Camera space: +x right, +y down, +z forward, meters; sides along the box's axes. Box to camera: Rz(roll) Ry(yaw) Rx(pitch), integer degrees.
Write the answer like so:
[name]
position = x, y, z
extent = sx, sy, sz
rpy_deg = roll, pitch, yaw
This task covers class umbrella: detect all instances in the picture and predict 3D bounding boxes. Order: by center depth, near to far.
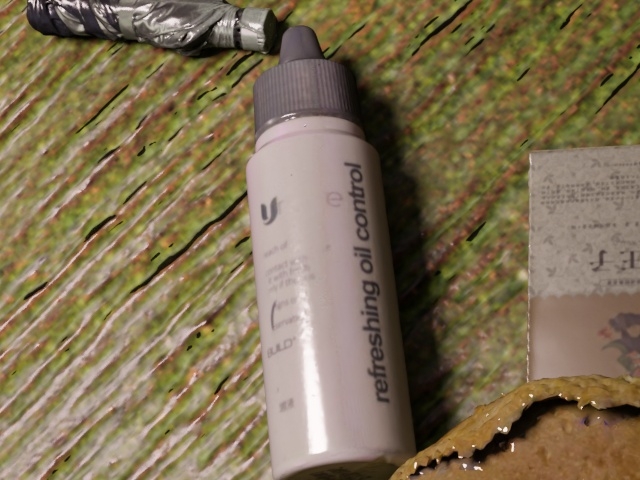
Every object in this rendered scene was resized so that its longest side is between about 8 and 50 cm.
[umbrella]
position = -0.124, -0.157, 1.033
extent = 0.188, 0.046, 0.050
rpy_deg = 10, 65, 14

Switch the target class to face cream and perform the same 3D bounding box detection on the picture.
[face cream]
position = 0.000, 0.000, 0.911
extent = 0.092, 0.092, 0.311
rpy_deg = -11, 66, 11

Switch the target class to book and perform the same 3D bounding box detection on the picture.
[book]
position = 0.197, 0.031, 0.882
extent = 0.138, 0.016, 0.199
rpy_deg = -2, 69, 15

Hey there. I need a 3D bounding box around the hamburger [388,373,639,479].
[hamburger]
position = 0.137, 0.218, 0.729
extent = 0.318, 0.195, 0.277
rpy_deg = -13, 63, 8
